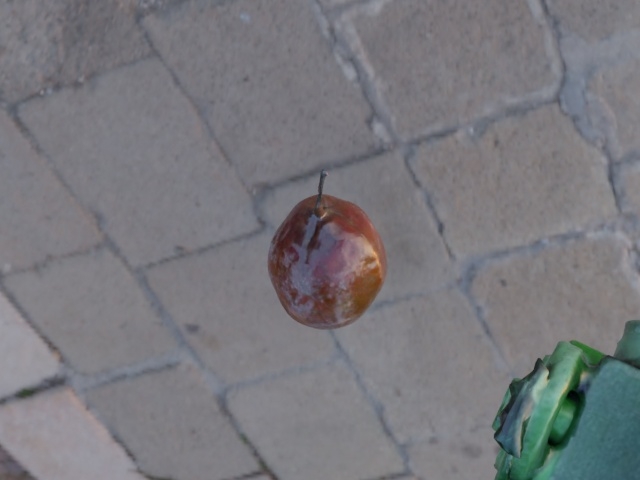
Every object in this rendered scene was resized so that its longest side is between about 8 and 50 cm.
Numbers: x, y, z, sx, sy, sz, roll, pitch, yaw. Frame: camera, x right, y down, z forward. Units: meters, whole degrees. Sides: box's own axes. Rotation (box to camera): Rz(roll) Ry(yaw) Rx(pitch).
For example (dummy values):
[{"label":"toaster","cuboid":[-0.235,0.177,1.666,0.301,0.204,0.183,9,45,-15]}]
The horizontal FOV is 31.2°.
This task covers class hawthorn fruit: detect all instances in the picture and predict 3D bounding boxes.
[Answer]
[{"label":"hawthorn fruit","cuboid":[0.000,0.000,0.601,0.066,0.067,0.103,-7,140,10]}]

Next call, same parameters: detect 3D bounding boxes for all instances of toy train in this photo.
[{"label":"toy train","cuboid":[0.137,0.164,0.610,0.132,0.243,0.188,24,174,13]}]
